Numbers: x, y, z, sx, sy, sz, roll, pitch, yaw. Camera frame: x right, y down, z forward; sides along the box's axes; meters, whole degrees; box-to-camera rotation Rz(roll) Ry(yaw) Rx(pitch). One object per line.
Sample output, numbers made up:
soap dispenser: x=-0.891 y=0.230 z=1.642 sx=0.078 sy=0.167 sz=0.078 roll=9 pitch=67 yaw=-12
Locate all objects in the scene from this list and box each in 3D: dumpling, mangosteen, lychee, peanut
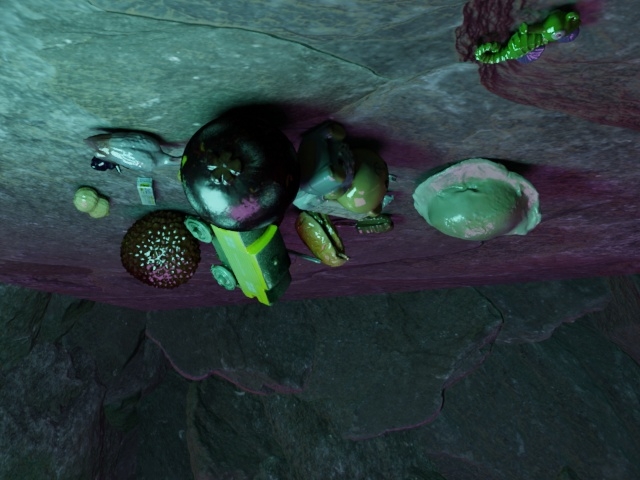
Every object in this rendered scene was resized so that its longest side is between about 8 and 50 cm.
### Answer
dumpling: x=0.465 y=-0.097 z=1.645 sx=0.320 sy=0.212 sz=0.270 roll=-10 pitch=163 yaw=-8
mangosteen: x=-0.181 y=-0.155 z=1.295 sx=0.287 sy=0.288 sz=0.288 roll=-1 pitch=165 yaw=0
lychee: x=-0.553 y=0.033 z=1.954 sx=0.275 sy=0.276 sz=0.304 roll=11 pitch=135 yaw=-38
peanut: x=-0.717 y=-0.115 z=1.758 sx=0.082 sy=0.082 sz=0.187 roll=-3 pitch=166 yaw=8

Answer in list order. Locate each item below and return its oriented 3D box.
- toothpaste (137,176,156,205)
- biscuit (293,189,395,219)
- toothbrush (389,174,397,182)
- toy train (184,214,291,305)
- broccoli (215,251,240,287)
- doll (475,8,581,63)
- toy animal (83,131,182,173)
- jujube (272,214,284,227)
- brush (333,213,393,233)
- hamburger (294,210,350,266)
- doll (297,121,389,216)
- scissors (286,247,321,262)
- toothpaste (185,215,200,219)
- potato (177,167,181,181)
toothpaste: x=-0.532 y=-0.148 z=1.720 sx=0.046 sy=0.034 sz=0.164 roll=2 pitch=165 yaw=-11
biscuit: x=0.066 y=-0.128 z=1.752 sx=0.308 sy=0.079 sz=0.186 roll=9 pitch=160 yaw=-31
toothbrush: x=0.148 y=-0.199 z=1.603 sx=0.219 sy=0.019 sz=0.016 roll=13 pitch=164 yaw=-42
toy train: x=-0.244 y=0.024 z=1.786 sx=0.272 sy=0.179 sz=0.442 roll=18 pitch=144 yaw=30
broccoli: x=-0.283 y=0.079 z=2.220 sx=0.269 sy=0.242 sz=0.261 roll=22 pitch=-177 yaw=-15
doll: x=0.366 y=-0.356 z=0.989 sx=0.115 sy=0.050 sz=0.190 roll=7 pitch=165 yaw=-41
toy animal: x=-0.437 y=-0.214 z=1.381 sx=0.323 sy=0.091 sz=0.195 roll=4 pitch=173 yaw=15
jujube: x=-0.188 y=-0.071 z=1.884 sx=0.112 sy=0.109 sz=0.176 roll=4 pitch=165 yaw=-18
brush: x=0.119 y=-0.056 z=2.057 sx=0.300 sy=0.071 sz=0.084 roll=0 pitch=169 yaw=19
hamburger: x=0.000 y=0.000 z=1.927 sx=0.135 sy=0.208 sz=0.155 roll=-29 pitch=164 yaw=7
doll: x=0.066 y=-0.168 z=1.418 sx=0.260 sy=0.177 sz=0.161 roll=15 pitch=153 yaw=-40
scissors: x=-0.191 y=0.013 z=1.997 sx=0.446 sy=0.029 sz=0.192 roll=18 pitch=-174 yaw=26
toothpaste: x=-0.524 y=-0.022 z=2.147 sx=0.125 sy=0.080 sz=0.371 roll=10 pitch=153 yaw=-36
potato: x=-0.322 y=-0.184 z=1.533 sx=0.137 sy=0.070 sz=0.091 roll=10 pitch=167 yaw=-28
